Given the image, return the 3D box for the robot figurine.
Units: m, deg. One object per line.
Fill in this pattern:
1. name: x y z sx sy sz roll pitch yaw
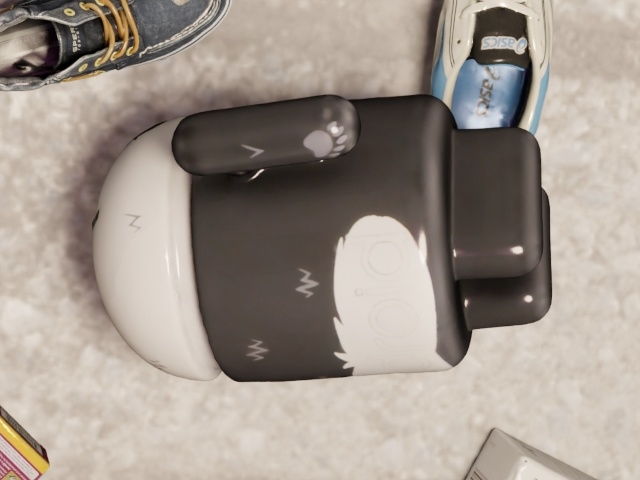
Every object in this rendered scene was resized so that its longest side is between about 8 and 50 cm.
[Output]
1. robot figurine: 0.000 -0.003 1.164 0.278 0.173 0.209 -4 108 11

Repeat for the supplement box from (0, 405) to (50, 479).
1. supplement box: -0.224 0.152 1.233 0.083 0.043 0.055 -42 106 -3

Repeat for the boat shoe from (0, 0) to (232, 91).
1. boat shoe: -0.137 -0.129 1.177 0.183 0.083 0.065 -18 104 -9

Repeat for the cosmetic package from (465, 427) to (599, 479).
1. cosmetic package: 0.198 0.236 1.320 0.231 0.085 0.117 27 94 -14

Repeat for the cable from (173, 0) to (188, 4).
1. cable: -0.124 -0.302 1.146 0.257 0.089 0.257 26 94 -14

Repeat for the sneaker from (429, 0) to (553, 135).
1. sneaker: 0.116 -0.157 1.227 0.085 0.086 0.237 1 99 -11
